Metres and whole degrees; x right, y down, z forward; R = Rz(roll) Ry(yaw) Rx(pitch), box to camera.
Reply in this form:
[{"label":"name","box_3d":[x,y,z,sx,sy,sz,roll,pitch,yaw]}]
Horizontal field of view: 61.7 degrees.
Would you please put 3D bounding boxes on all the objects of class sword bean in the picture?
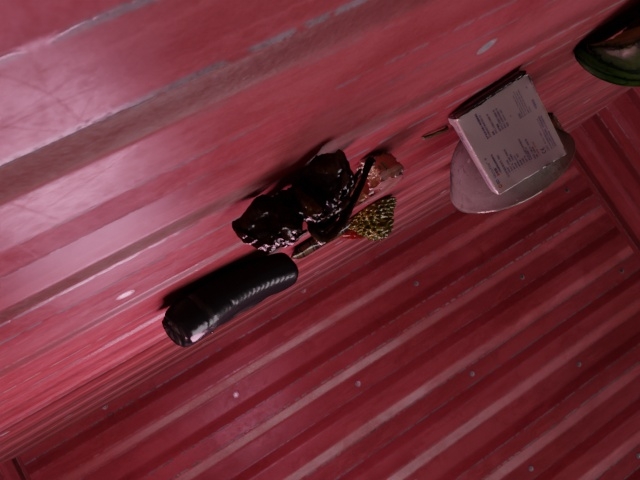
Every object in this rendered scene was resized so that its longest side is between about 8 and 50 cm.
[{"label":"sword bean","box_3d":[0.250,-0.233,1.165,0.083,0.012,0.012,-26,171,-31]}]

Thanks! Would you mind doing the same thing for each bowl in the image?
[{"label":"bowl","box_3d":[0.417,-0.219,1.271,0.313,0.146,0.313,-32,-154,17]}]

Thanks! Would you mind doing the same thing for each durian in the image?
[{"label":"durian","box_3d":[0.187,-0.062,1.663,0.186,0.108,0.119,-28,172,-25]}]

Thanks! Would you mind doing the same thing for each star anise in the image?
[{"label":"star anise","box_3d":[-0.024,-0.051,0.859,0.220,0.126,0.190,-32,169,33]}]

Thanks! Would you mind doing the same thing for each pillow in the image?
[{"label":"pillow","box_3d":[0.000,0.000,1.603,0.203,0.038,0.113,-30,176,-1]}]

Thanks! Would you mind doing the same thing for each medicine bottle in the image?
[{"label":"medicine bottle","box_3d":[0.388,-0.218,1.108,0.171,0.201,0.052,-33,-161,10]}]

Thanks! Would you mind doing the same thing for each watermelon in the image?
[{"label":"watermelon","box_3d":[0.742,-0.440,1.148,0.330,0.190,0.331,-25,173,-3]}]

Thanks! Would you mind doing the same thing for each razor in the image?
[{"label":"razor","box_3d":[-0.221,0.138,1.327,0.348,0.114,0.204,-29,174,-30]}]

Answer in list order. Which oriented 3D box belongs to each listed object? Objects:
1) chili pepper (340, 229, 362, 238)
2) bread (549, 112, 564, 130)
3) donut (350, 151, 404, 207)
[{"label":"chili pepper","box_3d":[0.113,-0.029,1.802,0.059,0.050,0.191,12,-169,39]},{"label":"bread","box_3d":[0.890,-0.395,2.117,0.156,0.158,0.260,-32,171,31]},{"label":"donut","box_3d":[0.115,-0.130,1.100,0.117,0.065,0.166,-25,172,-29]}]
